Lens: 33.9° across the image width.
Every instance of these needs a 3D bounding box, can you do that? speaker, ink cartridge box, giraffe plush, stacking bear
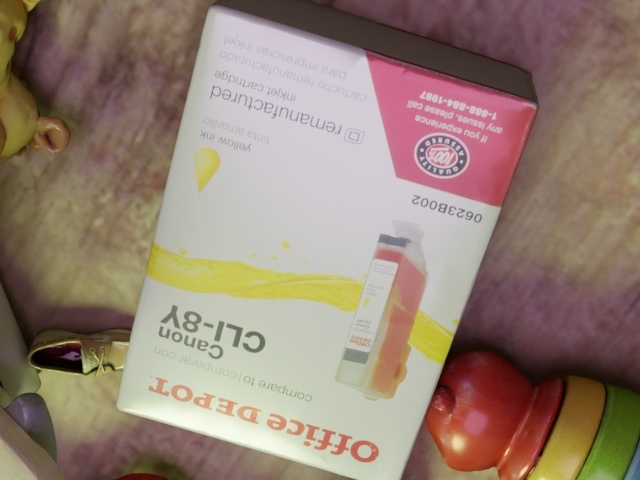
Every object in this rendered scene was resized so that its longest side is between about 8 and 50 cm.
[{"bbox_3d":[-0.337,0.099,1.087,0.055,0.055,0.136,-12,108,11],"label":"speaker"},{"bbox_3d":[0.000,0.000,0.953,0.279,0.160,0.384,17,111,0],"label":"ink cartridge box"},{"bbox_3d":[-0.325,-0.140,0.952,0.181,0.210,0.170,25,136,40],"label":"giraffe plush"},{"bbox_3d":[0.235,0.204,1.010,0.289,0.175,0.164,25,113,5],"label":"stacking bear"}]

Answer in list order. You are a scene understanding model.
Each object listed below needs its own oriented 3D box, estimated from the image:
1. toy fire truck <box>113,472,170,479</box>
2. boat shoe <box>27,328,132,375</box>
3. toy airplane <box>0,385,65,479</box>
[{"bbox_3d":[-0.250,0.293,1.114,0.217,0.158,0.246,-24,116,15],"label":"toy fire truck"},{"bbox_3d":[-0.236,0.121,1.087,0.135,0.045,0.050,-1,110,7],"label":"boat shoe"},{"bbox_3d":[-0.386,0.131,0.967,0.384,0.272,0.386,-24,64,24],"label":"toy airplane"}]
